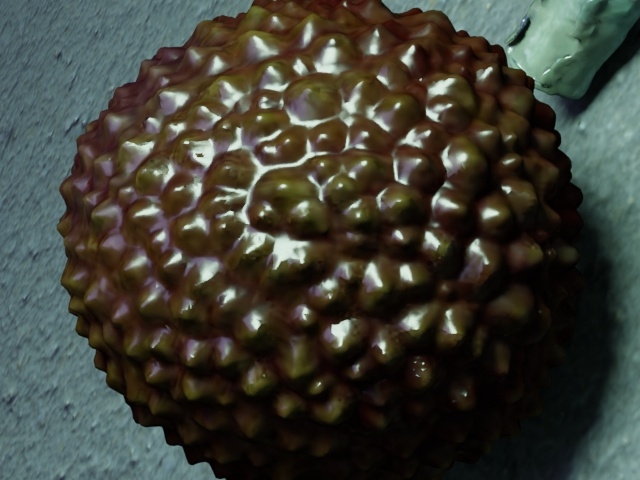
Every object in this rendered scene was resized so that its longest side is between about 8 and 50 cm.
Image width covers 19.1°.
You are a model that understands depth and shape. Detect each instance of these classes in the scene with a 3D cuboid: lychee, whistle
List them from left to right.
[{"bbox_3d":[0.000,0.000,1.107,0.330,0.306,0.306,-27,48,45],"label":"lychee"},{"bbox_3d":[0.212,-0.227,1.085,0.142,0.134,0.346,44,126,16],"label":"whistle"}]
